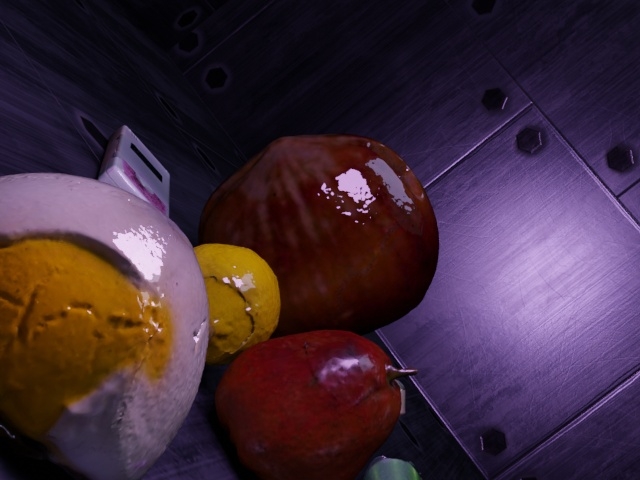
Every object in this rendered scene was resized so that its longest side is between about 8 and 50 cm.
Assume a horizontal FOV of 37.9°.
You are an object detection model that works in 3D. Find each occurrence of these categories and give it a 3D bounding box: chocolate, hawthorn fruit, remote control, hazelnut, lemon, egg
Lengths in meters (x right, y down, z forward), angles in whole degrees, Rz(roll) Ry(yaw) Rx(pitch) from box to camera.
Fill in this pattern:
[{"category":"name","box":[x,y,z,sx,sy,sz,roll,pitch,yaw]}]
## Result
[{"category":"chocolate","box":[0.130,0.466,1.524,0.110,0.110,0.291,51,8,-12]},{"category":"hawthorn fruit","box":[0.002,0.214,1.236,0.224,0.261,0.224,57,8,-12]},{"category":"remote control","box":[-0.333,-0.113,1.695,0.145,0.050,0.344,50,6,-19]},{"category":"hazelnut","box":[0.000,0.000,1.717,0.402,0.429,0.402,-22,90,-79]},{"category":"lemon","box":[-0.140,0.088,1.310,0.193,0.180,0.180,11,38,-57]},{"category":"egg","box":[-0.208,0.051,0.866,0.337,0.201,0.337,53,4,-5]}]

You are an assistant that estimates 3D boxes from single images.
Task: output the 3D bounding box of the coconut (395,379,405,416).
[{"category":"coconut","box":[0.138,0.363,2.120,0.116,0.122,0.116,52,6,-7]}]
